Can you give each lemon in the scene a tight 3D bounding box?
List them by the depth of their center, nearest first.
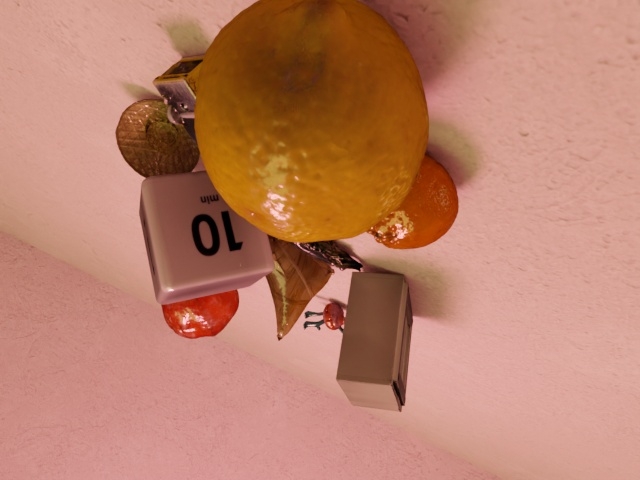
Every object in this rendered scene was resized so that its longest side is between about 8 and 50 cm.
[{"bbox_3d":[-0.010,-0.117,0.484,0.228,0.229,0.253,16,159,24],"label":"lemon"}]

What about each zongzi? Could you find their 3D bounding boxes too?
[{"bbox_3d":[-0.087,0.090,1.049,0.194,0.197,0.099,43,163,-26],"label":"zongzi"}]

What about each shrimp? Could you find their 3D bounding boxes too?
[{"bbox_3d":[0.000,0.000,0.914,0.262,0.051,0.198,34,169,-18],"label":"shrimp"}]

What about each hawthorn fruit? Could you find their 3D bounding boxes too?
[{"bbox_3d":[-0.387,0.166,1.503,0.241,0.242,0.272,13,145,30],"label":"hawthorn fruit"}]

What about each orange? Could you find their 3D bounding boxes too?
[{"bbox_3d":[0.111,-0.047,0.643,0.135,0.118,0.135,19,164,6],"label":"orange"}]

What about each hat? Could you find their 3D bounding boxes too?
[{"bbox_3d":[-0.272,-0.179,0.858,0.145,0.067,0.146,2,117,3],"label":"hat"}]

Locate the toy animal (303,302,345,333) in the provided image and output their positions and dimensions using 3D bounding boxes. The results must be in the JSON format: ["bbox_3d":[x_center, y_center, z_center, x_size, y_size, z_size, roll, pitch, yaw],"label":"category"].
[{"bbox_3d":[0.053,0.217,1.289,0.208,0.100,0.103,-8,102,36],"label":"toy animal"}]

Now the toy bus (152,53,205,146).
[{"bbox_3d":[-0.143,-0.153,0.717,0.081,0.074,0.226,10,146,37],"label":"toy bus"}]

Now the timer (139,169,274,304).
[{"bbox_3d":[-0.213,-0.005,0.895,0.192,0.195,0.194,-10,169,-24],"label":"timer"}]

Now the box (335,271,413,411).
[{"bbox_3d":[0.123,0.217,1.028,0.117,0.225,0.225,3,151,15],"label":"box"}]
